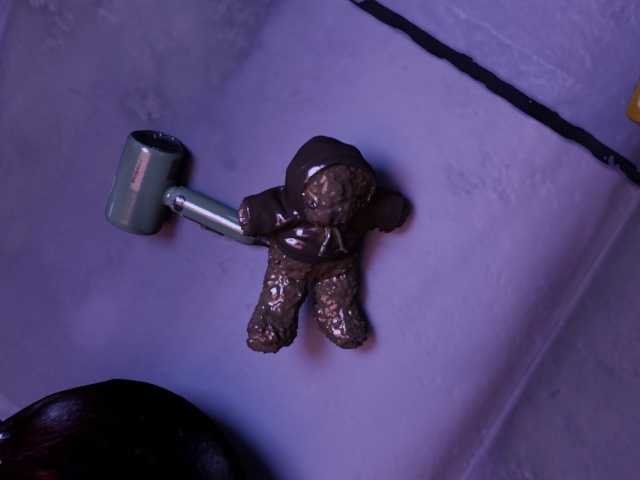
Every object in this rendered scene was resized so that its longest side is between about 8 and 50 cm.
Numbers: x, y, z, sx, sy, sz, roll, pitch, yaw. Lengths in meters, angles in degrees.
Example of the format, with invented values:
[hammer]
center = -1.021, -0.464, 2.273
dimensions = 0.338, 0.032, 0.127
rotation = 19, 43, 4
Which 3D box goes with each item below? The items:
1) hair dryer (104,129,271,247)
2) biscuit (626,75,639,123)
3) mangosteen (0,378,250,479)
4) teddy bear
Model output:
[hair dryer]
center = -0.087, -0.022, 0.883
dimensions = 0.150, 0.047, 0.071
rotation = 26, 112, 14
[biscuit]
center = 0.231, -0.099, 0.705
dimensions = 0.081, 0.018, 0.083
rotation = 22, 112, 22
[mangosteen]
center = -0.157, 0.246, 0.876
dimensions = 0.233, 0.287, 0.288
rotation = 14, 109, 35
[teddy bear]
center = -0.002, -0.003, 0.822
dimensions = 0.119, 0.078, 0.160
rotation = 0, 123, -15
